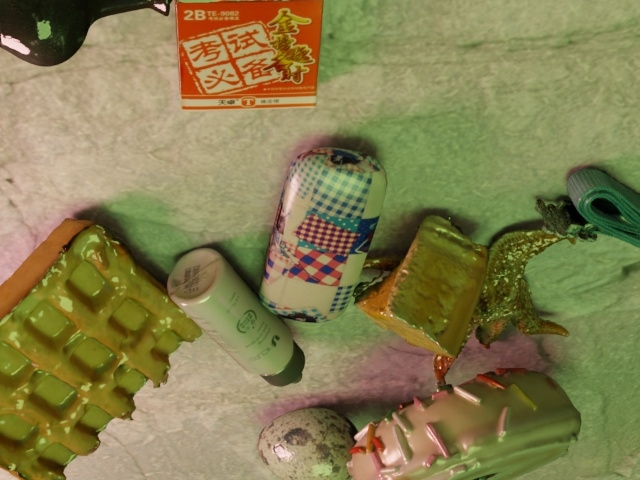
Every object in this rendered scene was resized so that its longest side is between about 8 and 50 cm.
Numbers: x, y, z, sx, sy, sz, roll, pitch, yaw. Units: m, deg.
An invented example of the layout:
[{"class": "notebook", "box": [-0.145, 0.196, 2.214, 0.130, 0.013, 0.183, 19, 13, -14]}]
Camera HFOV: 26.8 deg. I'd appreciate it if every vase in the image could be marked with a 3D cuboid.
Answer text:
[{"class": "vase", "box": [-0.241, -0.243, 1.362, 0.182, 0.120, 0.120, -12, 146, -17]}]

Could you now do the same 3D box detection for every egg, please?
[{"class": "egg", "box": [-0.017, 0.330, 2.132, 0.172, 0.132, 0.132, 6, 144, 9]}]

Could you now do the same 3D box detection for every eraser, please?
[{"class": "eraser", "box": [-0.078, -0.228, 1.452, 0.157, 0.038, 0.230, -2, 143, -4]}]

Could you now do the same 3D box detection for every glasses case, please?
[{"class": "glasses case", "box": [0.000, 0.000, 1.731, 0.125, 0.076, 0.327, 9, 141, -7]}]

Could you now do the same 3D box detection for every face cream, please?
[{"class": "face cream", "box": [-0.101, 0.126, 1.879, 0.092, 0.092, 0.311, -18, 141, 17]}]

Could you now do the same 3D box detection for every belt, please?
[{"class": "belt", "box": [0.379, -0.029, 1.760, 0.179, 0.065, 0.100, 24, 125, -32]}]

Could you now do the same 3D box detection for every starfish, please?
[{"class": "starfish", "box": [0.219, 0.104, 1.900, 0.301, 0.084, 0.293, -14, 142, 4]}]

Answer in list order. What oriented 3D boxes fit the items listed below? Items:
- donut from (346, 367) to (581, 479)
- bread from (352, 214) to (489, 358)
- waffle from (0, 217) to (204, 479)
[{"class": "donut", "box": [0.210, 0.306, 2.035, 0.382, 0.142, 0.383, -19, 162, -7]}, {"class": "bread", "box": [0.134, 0.069, 1.792, 0.140, 0.169, 0.160, 32, 157, -11]}, {"class": "waffle", "box": [-0.347, 0.154, 1.785, 0.348, 0.077, 0.304, -45, 135, -1]}]
